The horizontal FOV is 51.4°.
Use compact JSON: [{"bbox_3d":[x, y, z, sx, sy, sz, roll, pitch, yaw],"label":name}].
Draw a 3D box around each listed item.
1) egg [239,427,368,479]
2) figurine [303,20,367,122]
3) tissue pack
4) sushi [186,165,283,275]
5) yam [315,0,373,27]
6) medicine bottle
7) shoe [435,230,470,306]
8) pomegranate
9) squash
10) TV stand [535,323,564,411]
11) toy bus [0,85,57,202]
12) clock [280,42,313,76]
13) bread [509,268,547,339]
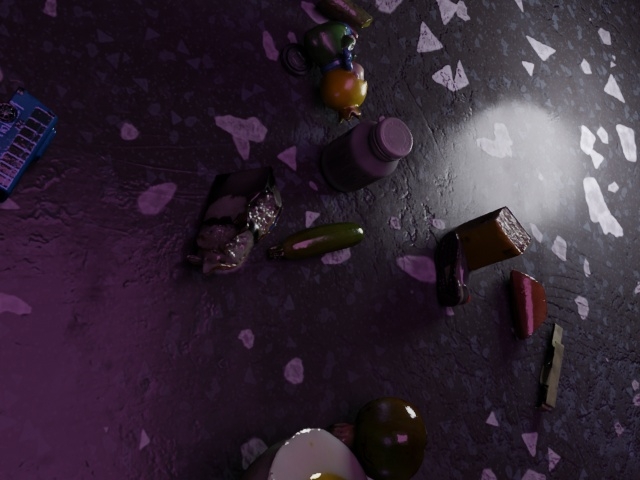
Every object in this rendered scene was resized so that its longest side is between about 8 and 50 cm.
[{"bbox_3d":[-0.056,0.523,1.219,0.337,0.201,0.337,40,36,-38],"label":"egg"},{"bbox_3d":[0.056,-0.410,1.620,0.234,0.127,0.185,58,31,-2],"label":"figurine"},{"bbox_3d":[0.432,0.000,1.711,0.120,0.169,0.082,50,51,-12],"label":"tissue pack"},{"bbox_3d":[-0.167,-0.016,1.361,0.109,0.134,0.272,57,37,-45],"label":"sushi"},{"bbox_3d":[0.060,-0.582,1.697,0.147,0.070,0.069,30,62,-24],"label":"yam"},{"bbox_3d":[0.108,-0.200,1.525,0.135,0.215,0.135,10,71,-31],"label":"medicine bottle"},{"bbox_3d":[0.344,0.075,1.697,0.077,0.074,0.194,14,72,-42],"label":"shoe"},{"bbox_3d":[0.119,0.418,1.402,0.210,0.180,0.179,0,73,6],"label":"pomegranate"},{"bbox_3d":[0.000,0.000,1.488,0.252,0.066,0.066,-14,84,-35],"label":"squash"},{"bbox_3d":[0.631,0.345,1.820,0.036,0.042,0.249,30,62,-18],"label":"TV stand"},{"bbox_3d":[-0.545,-0.167,1.166,0.106,0.090,0.184,33,63,-22],"label":"toy bus"},{"bbox_3d":[-0.058,-0.436,1.606,0.085,0.017,0.085,10,71,-31],"label":"clock"},{"bbox_3d":[0.573,0.172,1.814,0.119,0.067,0.192,2,76,-33],"label":"bread"}]
